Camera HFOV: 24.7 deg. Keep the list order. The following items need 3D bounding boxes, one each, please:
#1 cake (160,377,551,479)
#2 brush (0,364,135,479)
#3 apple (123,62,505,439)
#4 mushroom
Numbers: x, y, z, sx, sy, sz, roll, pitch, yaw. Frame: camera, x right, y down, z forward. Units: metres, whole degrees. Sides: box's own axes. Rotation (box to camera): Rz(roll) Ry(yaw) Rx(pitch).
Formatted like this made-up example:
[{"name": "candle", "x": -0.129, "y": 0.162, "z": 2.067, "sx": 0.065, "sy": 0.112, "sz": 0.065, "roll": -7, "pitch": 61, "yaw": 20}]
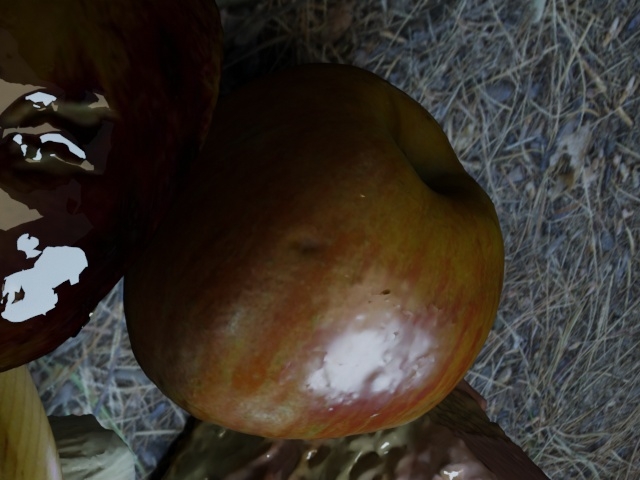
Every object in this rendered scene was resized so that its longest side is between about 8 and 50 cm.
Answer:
[{"name": "cake", "x": 0.048, "y": 0.265, "z": 1.369, "sx": 0.314, "sy": 0.307, "sz": 0.293, "roll": -57, "pitch": 146, "yaw": 7}, {"name": "brush", "x": -0.240, "y": 0.174, "z": 1.114, "sx": 0.166, "sy": 0.174, "sz": 0.267, "roll": -18, "pitch": 115, "yaw": -58}, {"name": "apple", "x": 0.000, "y": 0.000, "z": 1.119, "sx": 0.301, "sy": 0.301, "sz": 0.302, "roll": -29, "pitch": 138, "yaw": -30}, {"name": "mushroom", "x": -0.214, "y": -0.095, "z": 0.883, "sx": 0.334, "sy": 0.356, "sz": 0.331, "roll": 31, "pitch": 99, "yaw": -17}]
